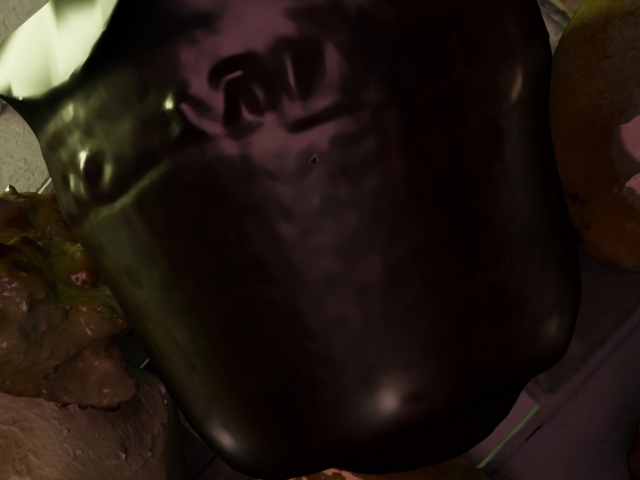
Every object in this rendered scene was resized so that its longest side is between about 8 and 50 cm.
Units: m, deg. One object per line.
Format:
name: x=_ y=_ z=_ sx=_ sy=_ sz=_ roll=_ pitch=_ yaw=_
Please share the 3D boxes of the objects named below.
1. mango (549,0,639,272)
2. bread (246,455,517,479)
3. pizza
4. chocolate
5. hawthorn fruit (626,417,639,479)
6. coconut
mango: x=0.284 y=-0.127 z=0.561 sx=0.192 sy=0.146 sz=0.317 roll=23 pitch=86 yaw=0
bread: x=0.048 y=0.255 z=0.593 sx=0.249 sy=0.133 sz=0.179 roll=12 pitch=92 yaw=9
pizza: x=-0.224 y=0.029 z=0.552 sx=0.223 sy=0.323 sz=0.090 roll=23 pitch=106 yaw=-8
chocolate: x=0.000 y=0.000 z=0.499 sx=0.383 sy=0.383 sz=0.332 roll=-12 pitch=91 yaw=8
hawthorn fruit: x=0.347 y=0.173 z=0.499 sx=0.307 sy=0.276 sz=0.276 roll=-7 pitch=88 yaw=20
coconut: x=-0.221 y=0.206 z=0.579 sx=0.247 sy=0.245 sz=0.245 roll=17 pitch=92 yaw=8
